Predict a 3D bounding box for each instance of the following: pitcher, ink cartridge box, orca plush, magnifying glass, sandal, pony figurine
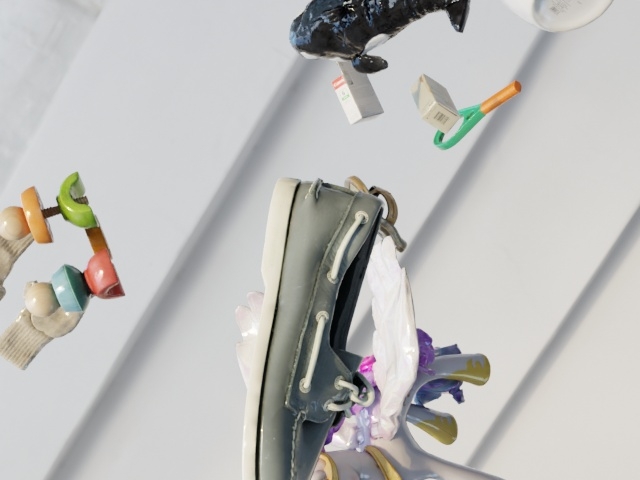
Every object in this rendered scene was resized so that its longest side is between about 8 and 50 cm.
[{"bbox_3d":[0.234,-0.296,0.923,0.177,0.125,0.207,16,-134,-33],"label":"pitcher"},{"bbox_3d":[0.052,-0.247,1.507,0.063,0.029,0.115,-21,-95,-47],"label":"ink cartridge box"},{"bbox_3d":[0.054,-0.281,1.220,0.287,0.151,0.102,13,-152,37],"label":"orca plush"},{"bbox_3d":[0.313,-0.253,1.890,0.026,0.231,0.092,35,-131,-19],"label":"magnifying glass"},{"bbox_3d":[0.086,-0.044,1.325,0.072,0.049,0.180,46,179,41],"label":"sandal"},{"bbox_3d":[0.074,0.207,1.163,0.363,0.303,0.351,11,-120,-42],"label":"pony figurine"}]

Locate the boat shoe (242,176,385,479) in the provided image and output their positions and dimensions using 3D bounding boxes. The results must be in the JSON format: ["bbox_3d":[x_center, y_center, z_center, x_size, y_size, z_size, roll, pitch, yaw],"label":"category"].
[{"bbox_3d":[-0.003,0.104,0.769,0.099,0.319,0.116,4,167,5],"label":"boat shoe"}]

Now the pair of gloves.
[{"bbox_3d":[-0.536,0.088,1.659,0.240,0.204,0.042,50,166,-15],"label":"pair of gloves"}]

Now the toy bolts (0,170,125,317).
[{"bbox_3d":[-0.445,0.034,1.613,0.218,0.158,0.228,91,156,-63],"label":"toy bolts"}]

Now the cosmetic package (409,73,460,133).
[{"bbox_3d":[0.198,-0.238,1.626,0.060,0.041,0.115,27,-153,-24],"label":"cosmetic package"}]
